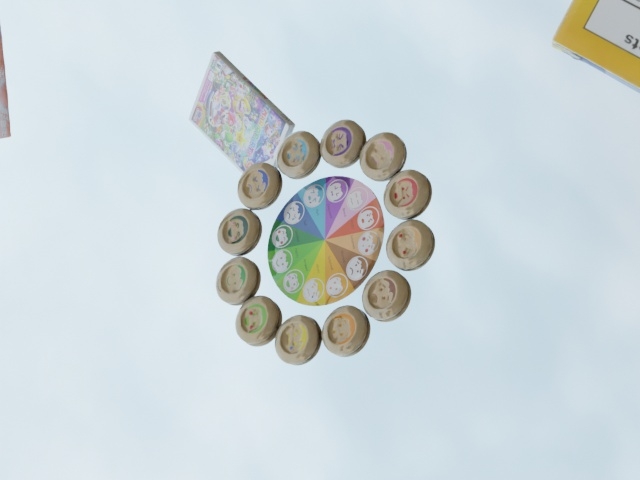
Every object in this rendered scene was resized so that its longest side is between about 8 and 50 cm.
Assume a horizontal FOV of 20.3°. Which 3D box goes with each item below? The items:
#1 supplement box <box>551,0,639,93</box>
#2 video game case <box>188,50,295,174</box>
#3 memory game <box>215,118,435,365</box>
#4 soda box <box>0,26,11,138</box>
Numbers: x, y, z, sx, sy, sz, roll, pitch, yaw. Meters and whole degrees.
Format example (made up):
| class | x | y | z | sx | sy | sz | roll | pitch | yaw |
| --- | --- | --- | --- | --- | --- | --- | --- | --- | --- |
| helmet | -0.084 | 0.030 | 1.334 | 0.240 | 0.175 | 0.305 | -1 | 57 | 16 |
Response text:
| class | x | y | z | sx | sy | sz | roll | pitch | yaw |
| --- | --- | --- | --- | --- | --- | --- | --- | --- | --- |
| supplement box | 0.366 | -0.254 | 1.373 | 0.194 | 0.357 | 0.195 | 33 | -167 | 23 |
| video game case | -0.079 | -0.117 | 1.772 | 0.011 | 0.087 | 0.122 | -18 | -127 | -43 |
| memory game | 0.000 | 0.000 | 1.282 | 0.012 | 0.186 | 0.186 | 32 | -143 | -53 |
| soda box | -0.292 | -0.163 | 1.460 | 0.063 | 0.183 | 0.058 | -9 | -133 | -13 |
